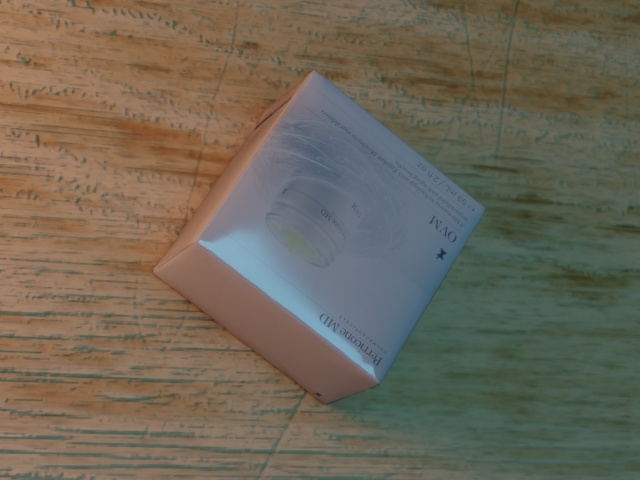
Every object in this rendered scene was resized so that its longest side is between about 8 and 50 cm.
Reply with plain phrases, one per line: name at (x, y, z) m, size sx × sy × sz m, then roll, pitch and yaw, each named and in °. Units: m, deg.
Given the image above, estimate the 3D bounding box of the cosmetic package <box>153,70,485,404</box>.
cosmetic package at (0.000, 0.000, 1.608) m, size 0.224 × 0.138 × 0.225 m, roll 38°, pitch 66°, yaw -11°
